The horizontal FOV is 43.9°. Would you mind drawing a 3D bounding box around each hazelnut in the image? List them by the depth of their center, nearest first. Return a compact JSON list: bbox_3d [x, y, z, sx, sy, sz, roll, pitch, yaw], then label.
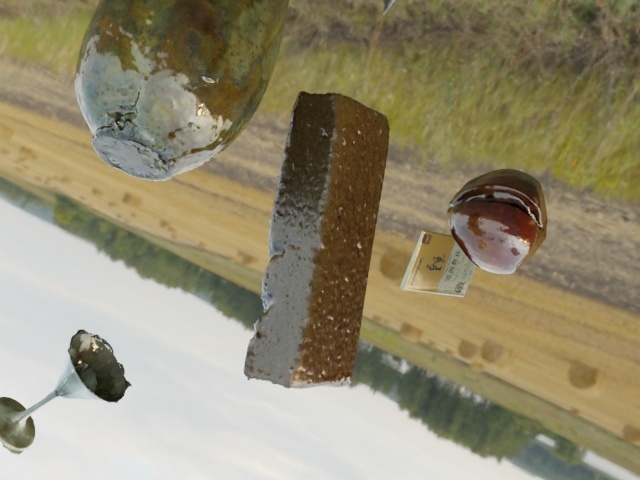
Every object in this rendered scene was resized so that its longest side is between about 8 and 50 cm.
[{"bbox_3d":[0.311,-0.040,1.396,0.178,0.204,0.178,16,148,10],"label":"hazelnut"}]

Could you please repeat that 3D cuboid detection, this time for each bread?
[{"bbox_3d":[0.000,0.000,1.139,0.113,0.416,0.165,7,174,32],"label":"bread"}]

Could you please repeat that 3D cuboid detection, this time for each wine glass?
[{"bbox_3d":[-0.383,0.226,1.145,0.122,0.183,0.122,51,-166,-18],"label":"wine glass"}]

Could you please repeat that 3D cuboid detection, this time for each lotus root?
[{"bbox_3d":[-0.174,-0.248,1.019,0.250,0.346,0.250,18,164,5],"label":"lotus root"}]

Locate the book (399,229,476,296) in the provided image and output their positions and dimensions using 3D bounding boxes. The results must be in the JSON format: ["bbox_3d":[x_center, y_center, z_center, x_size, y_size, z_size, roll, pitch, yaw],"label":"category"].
[{"bbox_3d":[0.231,0.045,1.483,0.172,0.118,0.012,8,-164,-39],"label":"book"}]

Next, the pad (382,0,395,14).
[{"bbox_3d":[0.174,-0.567,1.582,0.022,0.233,0.174,26,131,-15],"label":"pad"}]
